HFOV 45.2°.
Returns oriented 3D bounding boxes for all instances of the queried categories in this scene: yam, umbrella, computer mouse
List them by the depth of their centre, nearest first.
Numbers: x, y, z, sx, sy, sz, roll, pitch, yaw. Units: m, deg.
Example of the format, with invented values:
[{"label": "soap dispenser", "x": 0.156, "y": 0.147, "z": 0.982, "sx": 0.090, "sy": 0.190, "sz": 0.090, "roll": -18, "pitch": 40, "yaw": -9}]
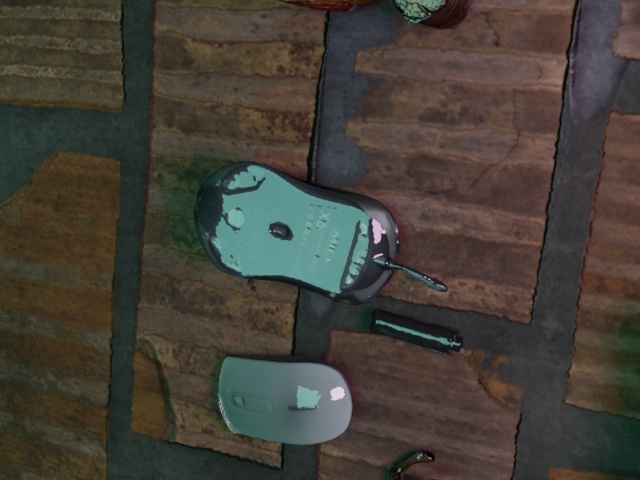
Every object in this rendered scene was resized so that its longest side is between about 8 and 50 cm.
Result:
[{"label": "yam", "x": 0.141, "y": -0.303, "z": 0.955, "sx": 0.079, "sy": 0.141, "sz": 0.079, "roll": 4, "pitch": 100, "yaw": 22}, {"label": "umbrella", "x": 0.132, "y": 0.129, "z": 1.072, "sx": 0.133, "sy": 0.031, "sz": 0.036, "roll": 15, "pitch": 124, "yaw": 18}, {"label": "computer mouse", "x": 0.000, "y": 0.000, "z": 1.078, "sx": 0.380, "sy": 0.090, "sz": 0.167, "roll": 21, "pitch": 104, "yaw": 12}, {"label": "computer mouse", "x": -0.060, "y": 0.234, "z": 1.136, "sx": 0.231, "sy": 0.079, "sz": 0.127, "roll": -6, "pitch": 92, "yaw": 25}]

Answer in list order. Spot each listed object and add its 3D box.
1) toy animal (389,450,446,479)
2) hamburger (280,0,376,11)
[{"label": "toy animal", "x": 0.154, "y": 0.456, "z": 1.089, "sx": 0.243, "sy": 0.087, "sz": 0.259, "roll": 40, "pitch": 111, "yaw": 26}, {"label": "hamburger", "x": 0.017, "y": -0.361, "z": 0.956, "sx": 0.231, "sy": 0.231, "sz": 0.106, "roll": -16, "pitch": 78, "yaw": 22}]
